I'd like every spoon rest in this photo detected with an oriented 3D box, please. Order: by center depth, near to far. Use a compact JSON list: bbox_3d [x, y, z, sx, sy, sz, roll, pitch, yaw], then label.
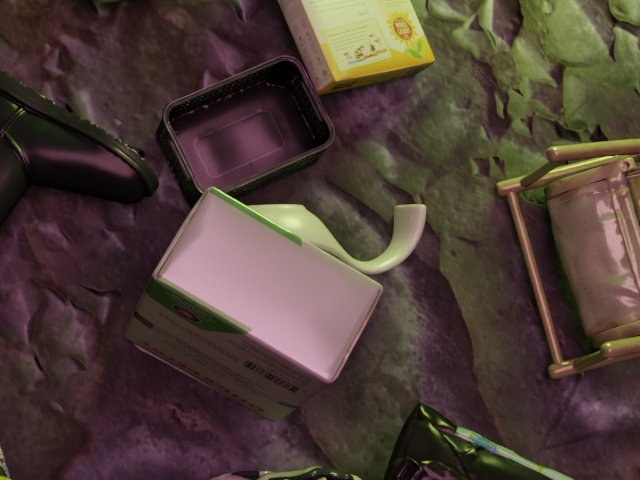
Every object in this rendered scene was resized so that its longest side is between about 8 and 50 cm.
[{"bbox_3d":[0.000,0.000,1.741,0.276,0.137,0.084,-2,90,-33],"label":"spoon rest"}]

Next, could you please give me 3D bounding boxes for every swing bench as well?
[{"bbox_3d":[0.382,0.008,1.816,0.254,0.165,0.253,-11,80,-20],"label":"swing bench"}]

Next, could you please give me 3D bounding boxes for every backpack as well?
[{"bbox_3d":[0.226,0.381,1.669,0.355,0.273,0.290,15,70,11],"label":"backpack"}]

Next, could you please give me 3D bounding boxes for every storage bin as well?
[{"bbox_3d":[-0.089,-0.124,1.778,0.180,0.084,0.122,-25,85,-15],"label":"storage bin"}]

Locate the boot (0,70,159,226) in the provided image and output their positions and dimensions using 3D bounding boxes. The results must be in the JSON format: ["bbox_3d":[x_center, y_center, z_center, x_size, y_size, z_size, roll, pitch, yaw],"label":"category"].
[{"bbox_3d":[-0.334,-0.053,1.701,0.246,0.094,0.207,31,70,3],"label":"boot"}]

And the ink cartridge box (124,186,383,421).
[{"bbox_3d":[-0.082,0.078,1.630,0.211,0.289,0.121,30,71,-5],"label":"ink cartridge box"}]

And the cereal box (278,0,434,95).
[{"bbox_3d":[0.024,-0.303,1.831,0.173,0.047,0.240,-16,80,-39],"label":"cereal box"}]

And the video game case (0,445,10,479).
[{"bbox_3d":[-0.423,0.323,1.628,0.210,0.042,0.232,-17,82,-15],"label":"video game case"}]

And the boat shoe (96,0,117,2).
[{"bbox_3d":[-0.161,-0.383,1.811,0.118,0.103,0.320,37,72,20],"label":"boat shoe"}]

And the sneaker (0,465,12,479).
[{"bbox_3d":[-0.362,0.265,1.559,0.384,0.145,0.147,34,72,-6],"label":"sneaker"}]

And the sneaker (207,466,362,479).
[{"bbox_3d":[-0.047,0.293,1.659,0.235,0.153,0.094,2,76,-12],"label":"sneaker"}]
